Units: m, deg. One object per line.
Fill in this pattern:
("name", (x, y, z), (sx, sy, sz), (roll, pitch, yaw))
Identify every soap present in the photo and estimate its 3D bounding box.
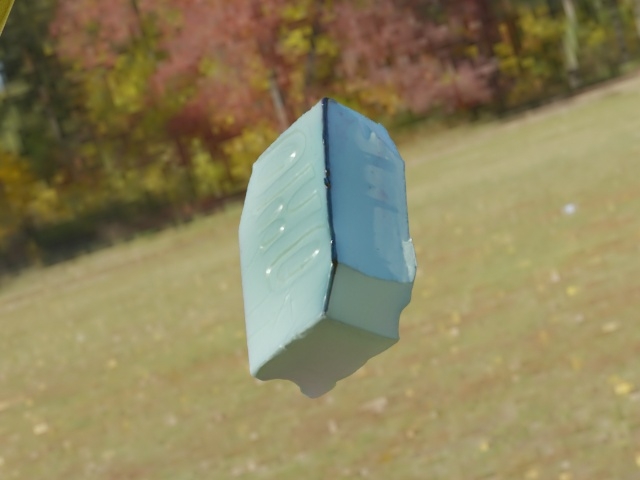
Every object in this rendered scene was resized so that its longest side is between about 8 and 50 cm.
("soap", (0.000, 0.000, 1.575), (0.091, 0.230, 0.145), (23, -47, -35))

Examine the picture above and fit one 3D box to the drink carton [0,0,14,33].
("drink carton", (-0.087, -0.201, 0.404), (0.111, 0.351, 0.154), (16, 19, -32))
